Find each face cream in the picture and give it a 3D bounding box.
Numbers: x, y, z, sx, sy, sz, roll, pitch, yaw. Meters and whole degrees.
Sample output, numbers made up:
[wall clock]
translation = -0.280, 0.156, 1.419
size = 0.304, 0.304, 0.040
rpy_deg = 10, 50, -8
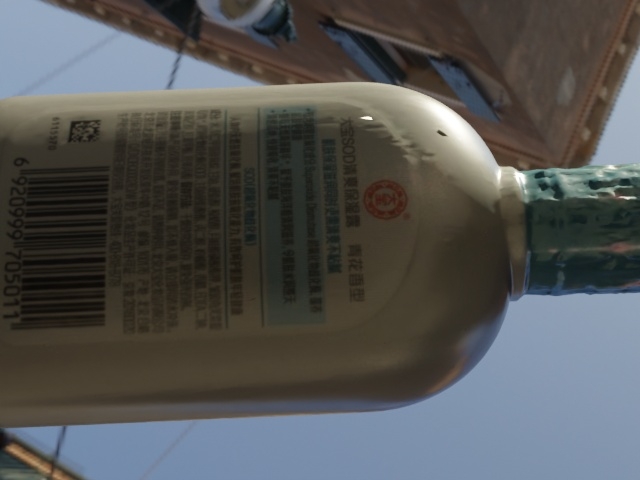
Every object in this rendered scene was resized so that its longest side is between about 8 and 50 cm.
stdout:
[face cream]
translation = 0.000, 0.000, 0.527
size = 0.337, 0.080, 0.163
rpy_deg = -3, -115, -1
